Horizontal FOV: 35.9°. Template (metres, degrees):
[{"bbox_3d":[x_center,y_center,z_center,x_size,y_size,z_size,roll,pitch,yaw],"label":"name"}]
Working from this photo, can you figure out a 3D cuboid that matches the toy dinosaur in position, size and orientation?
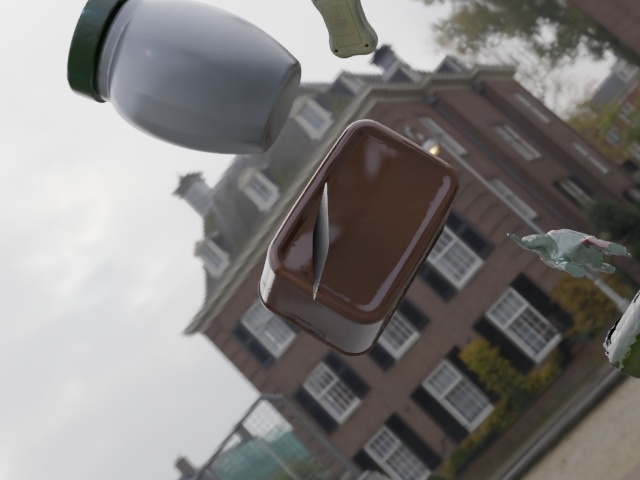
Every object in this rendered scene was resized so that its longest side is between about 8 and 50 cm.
[{"bbox_3d":[0.308,0.010,1.287,0.242,0.167,0.053,7,-82,-30],"label":"toy dinosaur"}]

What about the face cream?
[{"bbox_3d":[-0.228,-0.290,1.692,0.312,0.357,0.219,-62,-7,-54],"label":"face cream"}]

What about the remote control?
[{"bbox_3d":[0.034,-0.316,1.396,0.122,0.074,0.032,67,-148,-34],"label":"remote control"}]

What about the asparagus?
[{"bbox_3d":[0.615,0.087,1.700,0.108,0.128,0.382,2,-47,-16],"label":"asparagus"}]

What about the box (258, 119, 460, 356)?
[{"bbox_3d":[0.066,-0.006,1.698,0.339,0.239,0.229,-57,-6,-17],"label":"box"}]

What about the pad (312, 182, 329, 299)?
[{"bbox_3d":[0.000,0.000,1.487,0.157,0.003,0.112,-91,12,-49],"label":"pad"}]
